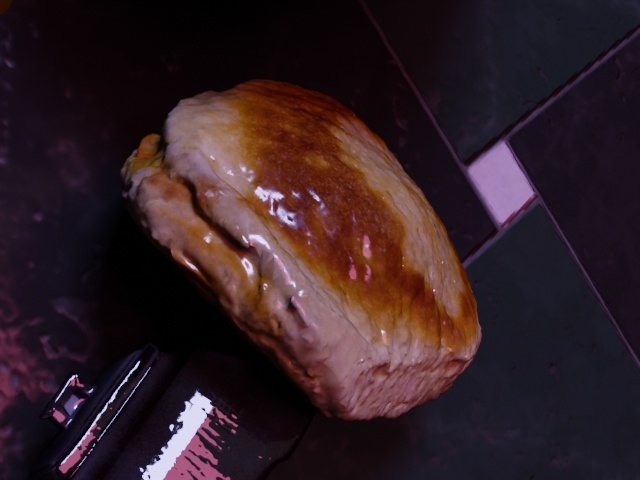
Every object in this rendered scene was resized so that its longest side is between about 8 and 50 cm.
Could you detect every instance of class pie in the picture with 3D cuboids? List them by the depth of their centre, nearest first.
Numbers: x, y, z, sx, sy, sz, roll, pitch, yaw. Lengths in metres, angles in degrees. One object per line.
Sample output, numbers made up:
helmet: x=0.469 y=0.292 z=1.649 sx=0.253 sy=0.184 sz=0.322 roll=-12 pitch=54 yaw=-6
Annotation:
pie: x=0.000 y=0.000 z=0.538 sx=0.205 sy=0.084 sz=0.179 roll=-1 pitch=47 yaw=-54

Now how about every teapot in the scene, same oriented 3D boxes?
teapot: x=-0.080 y=0.097 z=0.499 sx=0.096 sy=0.087 sz=0.177 roll=41 pitch=58 yaw=-13

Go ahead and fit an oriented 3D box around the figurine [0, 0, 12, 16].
figurine: x=-0.279 y=-0.192 z=0.425 sx=0.187 sy=0.168 sz=0.315 roll=-37 pitch=89 yaw=4
